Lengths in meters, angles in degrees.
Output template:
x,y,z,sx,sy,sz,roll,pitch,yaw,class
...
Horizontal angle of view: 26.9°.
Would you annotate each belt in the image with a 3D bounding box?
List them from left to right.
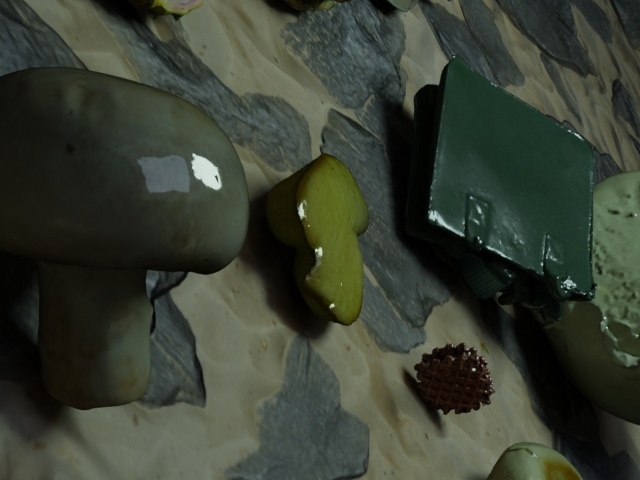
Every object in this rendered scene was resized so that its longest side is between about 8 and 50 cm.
x,y,z,sx,sy,sz,roll,pitch,yaw,class
0.197,-0.015,1.628,0.100,0.065,0.179,10,58,-49,belt

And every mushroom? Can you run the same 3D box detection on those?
x,y,z,sx,sy,sz,roll,pitch,yaw,class
-0.150,-0.016,0.846,0.206,0.209,0.206,23,30,-14,mushroom

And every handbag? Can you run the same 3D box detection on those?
x,y,z,sx,sy,sz,roll,pitch,yaw,class
0.214,-0.060,1.575,0.248,0.079,0.260,27,49,-25,handbag

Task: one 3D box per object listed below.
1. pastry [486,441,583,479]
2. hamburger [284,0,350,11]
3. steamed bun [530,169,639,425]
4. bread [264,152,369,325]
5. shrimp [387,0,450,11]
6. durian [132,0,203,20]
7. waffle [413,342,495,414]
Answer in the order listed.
x,y,z,sx,sy,sz,roll,pitch,yaw,class
0.221,0.283,1.359,0.156,0.092,0.156,49,26,-34,pastry
0.001,-0.336,1.496,0.262,0.124,0.131,-73,151,-50,hamburger
0.402,0.096,1.725,0.333,0.233,0.312,-82,150,-45,steamed bun
0.000,0.000,1.237,0.187,0.065,0.149,-52,125,-66,bread
0.105,-0.362,1.783,0.317,0.062,0.164,21,53,-51,shrimp
-0.134,-0.278,1.149,0.165,0.132,0.182,37,46,-26,durian
0.133,0.138,1.339,0.083,0.075,0.029,57,20,-27,waffle
